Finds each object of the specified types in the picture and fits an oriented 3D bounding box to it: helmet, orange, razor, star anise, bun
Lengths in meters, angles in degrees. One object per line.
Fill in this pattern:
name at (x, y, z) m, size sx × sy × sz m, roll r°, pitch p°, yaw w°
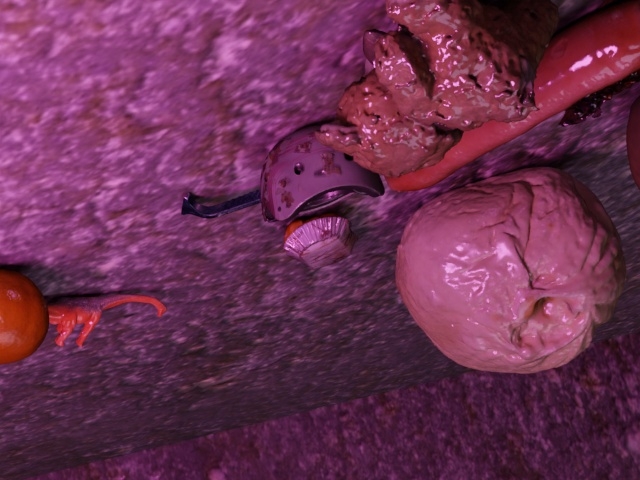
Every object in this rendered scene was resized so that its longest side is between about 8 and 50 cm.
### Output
helmet at (-0.008, -0.088, 1.688) m, size 0.153 × 0.107 × 0.177 m, roll -17°, pitch -177°, yaw -11°
orange at (-0.445, 0.102, 1.828) m, size 0.156 × 0.124 × 0.156 m, roll 1°, pitch 161°, yaw 0°
razor at (-0.092, -0.058, 1.821) m, size 0.190 × 0.033 × 0.066 m, roll -14°, pitch 164°, yaw -15°
star anise at (0.365, -0.207, 1.763) m, size 0.212 × 0.054 × 0.157 m, roll -26°, pitch 163°, yaw 34°
bun at (0.297, 0.062, 2.086) m, size 0.352 × 0.227 × 0.349 m, roll 31°, pitch 112°, yaw -22°

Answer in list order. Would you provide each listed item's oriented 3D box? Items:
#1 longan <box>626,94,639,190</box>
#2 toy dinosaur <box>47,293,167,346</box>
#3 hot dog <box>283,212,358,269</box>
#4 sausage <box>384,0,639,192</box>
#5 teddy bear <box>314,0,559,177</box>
longan at (0.541, -0.136, 1.920) m, size 0.246 × 0.215 × 0.246 m, roll 20°, pitch 155°, yaw 10°
toy dinosaur at (-0.362, 0.117, 2.074) m, size 0.279 × 0.055 × 0.101 m, roll 5°, pitch 130°, yaw -47°
hot dog at (0.000, 0.000, 2.063) m, size 0.108 × 0.059 × 0.191 m, roll -21°, pitch 165°, yaw 4°
sausage at (0.237, -0.173, 1.682) m, size 0.094 × 0.094 × 0.419 m, roll 33°, pitch 135°, yaw -31°
teddy bear at (0.122, -0.167, 1.471) m, size 0.267 × 0.156 × 0.256 m, roll -2°, pitch 159°, yaw -47°
